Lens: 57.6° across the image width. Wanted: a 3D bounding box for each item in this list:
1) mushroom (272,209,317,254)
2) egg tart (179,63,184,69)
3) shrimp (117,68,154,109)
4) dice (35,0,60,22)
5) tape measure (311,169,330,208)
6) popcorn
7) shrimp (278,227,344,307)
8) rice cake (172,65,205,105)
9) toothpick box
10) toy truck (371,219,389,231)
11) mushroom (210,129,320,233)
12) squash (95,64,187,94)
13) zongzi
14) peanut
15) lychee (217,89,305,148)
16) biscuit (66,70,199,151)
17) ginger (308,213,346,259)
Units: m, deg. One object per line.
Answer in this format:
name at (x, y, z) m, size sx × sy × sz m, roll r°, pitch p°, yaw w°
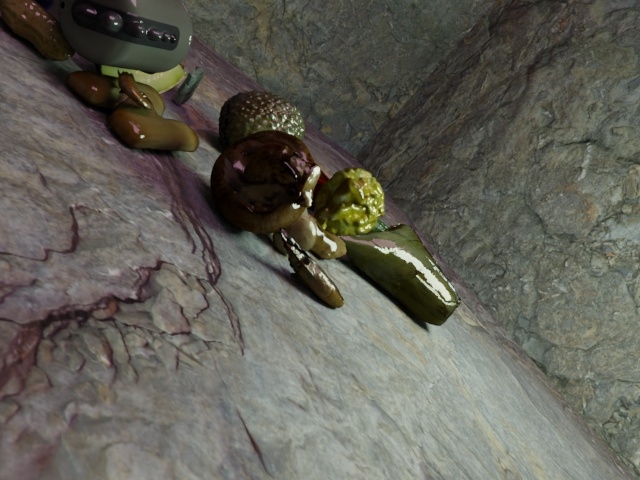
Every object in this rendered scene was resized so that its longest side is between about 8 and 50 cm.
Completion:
mushroom at (-0.081, -0.095, 1.522) m, size 0.122 × 0.159 × 0.329 m, roll 22°, pitch 25°, yaw -26°
egg tart at (-0.537, -0.585, 1.877) m, size 0.212 × 0.090 × 0.212 m, roll 40°, pitch 12°, yaw -10°
shrimp at (-0.415, -0.342, 1.315) m, size 0.095 × 0.045 × 0.162 m, roll 24°, pitch 19°, yaw -38°
dice at (-0.704, -0.740, 1.509) m, size 0.304 × 0.277 × 0.304 m, roll 48°, pitch 13°, yaw 22°
tape measure at (-0.057, -0.211, 2.022) m, size 0.253 × 0.114 × 0.260 m, roll 50°, pitch 13°, yaw 30°
popcorn at (0.078, -0.107, 1.861) m, size 0.206 × 0.237 × 0.251 m, roll 35°, pitch 40°, yaw 30°
shrimp at (-0.036, 0.067, 1.353) m, size 0.262 × 0.066 × 0.117 m, roll 52°, pitch -6°, yaw -25°
rice cake at (-0.426, -0.502, 1.890) m, size 0.038 × 0.124 × 0.211 m, roll 32°, pitch 21°, yaw -14°
toothpick box at (-0.444, -0.497, 1.340) m, size 0.229 × 0.229 × 0.316 m, roll 43°, pitch 19°, yaw 2°
toy truck at (0.234, 0.028, 2.072) m, size 0.242 × 0.125 × 0.101 m, roll 42°, pitch 13°, yaw -6°
mushroom at (-0.116, -0.131, 1.341) m, size 0.283 × 0.263 × 0.195 m, roll 10°, pitch -39°, yaw 51°
squash at (-0.482, -0.462, 1.544) m, size 0.237 × 0.204 × 0.155 m, roll 46°, pitch -7°, yaw -29°
zongzi at (0.243, 0.115, 1.787) m, size 0.356 × 0.174 × 0.393 m, roll 54°, pitch 27°, yaw 20°
peanut at (-0.635, -0.477, 1.299) m, size 0.194 × 0.083 × 0.093 m, roll 42°, pitch 12°, yaw -1°
lychee at (-0.187, -0.345, 1.805) m, size 0.255 × 0.274 × 0.255 m, roll -15°, pitch 90°, yaw -77°
biscuit at (-0.427, -0.303, 1.373) m, size 0.237 × 0.062 × 0.290 m, roll 45°, pitch 19°, yaw 10°
ginger at (0.001, -0.002, 1.620) m, size 0.190 × 0.069 × 0.095 m, roll 40°, pitch 57°, yaw -27°
